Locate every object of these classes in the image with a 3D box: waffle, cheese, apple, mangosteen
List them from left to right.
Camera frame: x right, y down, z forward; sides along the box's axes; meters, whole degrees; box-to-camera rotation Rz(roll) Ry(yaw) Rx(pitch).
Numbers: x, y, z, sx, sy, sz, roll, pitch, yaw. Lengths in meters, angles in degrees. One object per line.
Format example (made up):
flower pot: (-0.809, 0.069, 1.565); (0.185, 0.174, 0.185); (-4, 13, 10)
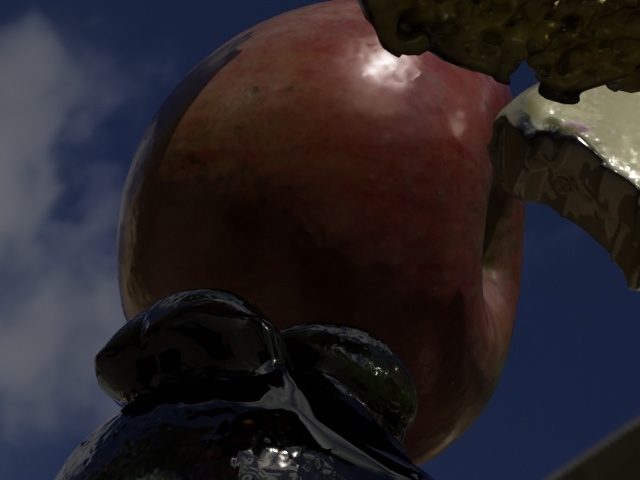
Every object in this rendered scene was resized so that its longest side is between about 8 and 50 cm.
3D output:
mangosteen: (-0.029, 0.145, 0.792); (0.243, 0.243, 0.243); (11, -52, 14)
apple: (0.000, 0.000, 1.221); (0.269, 0.345, 0.345); (2, -55, 19)
waffle: (0.058, -0.169, 0.816); (0.312, 0.307, 0.060); (29, -56, -7)
cheese: (0.239, -0.053, 1.067); (0.163, 0.248, 0.071); (58, -27, 34)
